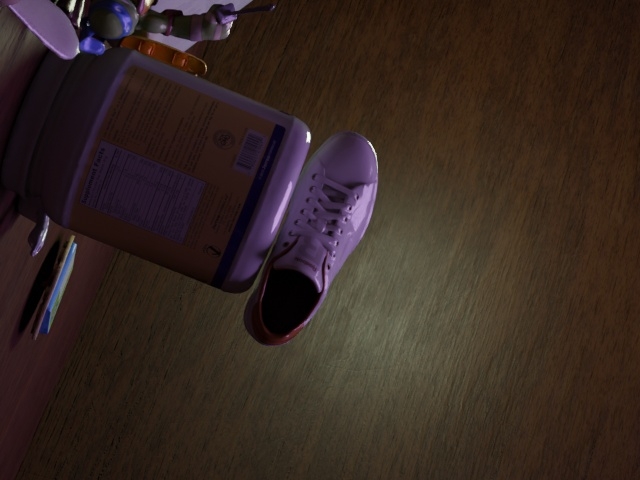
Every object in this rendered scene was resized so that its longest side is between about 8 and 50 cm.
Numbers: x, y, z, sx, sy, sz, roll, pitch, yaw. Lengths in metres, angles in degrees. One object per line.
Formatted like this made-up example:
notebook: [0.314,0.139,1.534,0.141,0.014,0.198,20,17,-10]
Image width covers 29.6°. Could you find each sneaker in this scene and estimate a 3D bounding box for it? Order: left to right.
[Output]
sneaker: [0.000,0.000,1.482,0.123,0.106,0.290,174,-61,-82]

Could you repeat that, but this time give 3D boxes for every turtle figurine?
turtle figurine: [-0.157,-0.336,1.378,0.275,0.198,0.266,-46,-154,33]

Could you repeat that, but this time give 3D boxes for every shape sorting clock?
shape sorting clock: [-0.499,0.086,2.251,0.206,0.040,0.206,-161,-90,-83]

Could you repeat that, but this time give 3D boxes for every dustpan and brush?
dustpan and brush: [-0.376,-0.055,1.642,0.211,0.060,0.147,-74,-172,-51]

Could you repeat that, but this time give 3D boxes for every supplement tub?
supplement tub: [-0.202,-0.096,1.512,0.241,0.331,0.241,-158,-90,-86]

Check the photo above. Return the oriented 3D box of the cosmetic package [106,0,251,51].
cosmetic package: [-0.137,-0.421,1.761,0.377,0.097,0.284,-40,178,-18]

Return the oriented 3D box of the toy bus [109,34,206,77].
toy bus: [-0.272,-0.188,1.737,0.220,0.149,0.211,-68,-157,10]

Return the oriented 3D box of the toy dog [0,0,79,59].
toy dog: [-0.184,-0.226,0.883,0.220,0.161,0.334,118,-7,-52]
